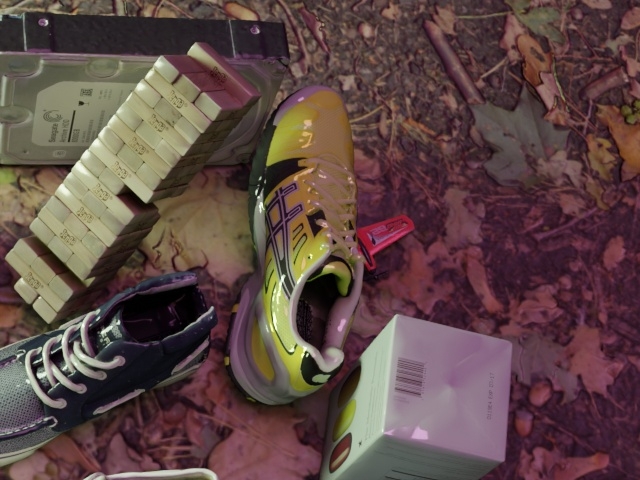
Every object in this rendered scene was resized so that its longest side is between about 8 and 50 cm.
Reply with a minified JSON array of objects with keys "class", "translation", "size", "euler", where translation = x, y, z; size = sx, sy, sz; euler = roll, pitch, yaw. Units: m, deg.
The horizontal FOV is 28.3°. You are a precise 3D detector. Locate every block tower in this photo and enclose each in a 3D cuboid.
[{"class":"block tower","translation":[-0.211,-0.061,1.382],"size":[0.091,0.335,0.097],"euler":[44,19,8]}]

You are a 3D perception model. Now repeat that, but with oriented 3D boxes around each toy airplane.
[{"class":"toy airplane","translation":[0.035,-0.013,1.597],"size":[0.151,0.028,0.151],"euler":[3,68,-6]}]

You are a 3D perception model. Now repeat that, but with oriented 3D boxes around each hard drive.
[{"class":"hard drive","translation":[-0.225,-0.168,1.477],"size":[0.339,0.237,0.064],"euler":[0,63,-17]}]

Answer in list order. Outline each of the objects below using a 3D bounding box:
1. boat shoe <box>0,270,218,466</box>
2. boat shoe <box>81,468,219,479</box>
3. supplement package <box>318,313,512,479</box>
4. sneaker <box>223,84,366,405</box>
[{"class":"boat shoe","translation":[-0.267,0.128,1.361],"size":[0.341,0.158,0.127],"euler":[-25,73,-26]},{"class":"boat shoe","translation":[-0.235,0.283,1.318],"size":[0.277,0.096,0.098],"euler":[-10,48,-25]},{"class":"supplement package","translation":[0.097,0.200,1.385],"size":[0.134,0.244,0.139],"euler":[14,60,-10]},{"class":"sneaker","translation":[0.000,0.000,1.472],"size":[0.145,0.147,0.384],"euler":[17,71,-36]}]
